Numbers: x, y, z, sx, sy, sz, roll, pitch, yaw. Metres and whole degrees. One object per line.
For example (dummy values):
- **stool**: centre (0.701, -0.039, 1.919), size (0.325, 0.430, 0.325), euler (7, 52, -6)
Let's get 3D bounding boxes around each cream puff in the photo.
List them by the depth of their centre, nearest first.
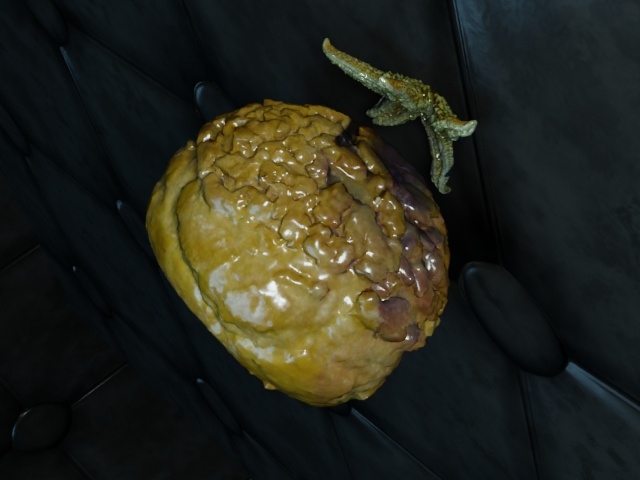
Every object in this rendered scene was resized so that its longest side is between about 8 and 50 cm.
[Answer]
- **cream puff**: centre (0.000, 0.000, 1.315), size (0.343, 0.231, 0.327), euler (27, -159, -53)

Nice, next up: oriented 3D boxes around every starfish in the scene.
- **starfish**: centre (0.068, -0.126, 1.220), size (0.176, 0.053, 0.208), euler (38, 170, 4)
